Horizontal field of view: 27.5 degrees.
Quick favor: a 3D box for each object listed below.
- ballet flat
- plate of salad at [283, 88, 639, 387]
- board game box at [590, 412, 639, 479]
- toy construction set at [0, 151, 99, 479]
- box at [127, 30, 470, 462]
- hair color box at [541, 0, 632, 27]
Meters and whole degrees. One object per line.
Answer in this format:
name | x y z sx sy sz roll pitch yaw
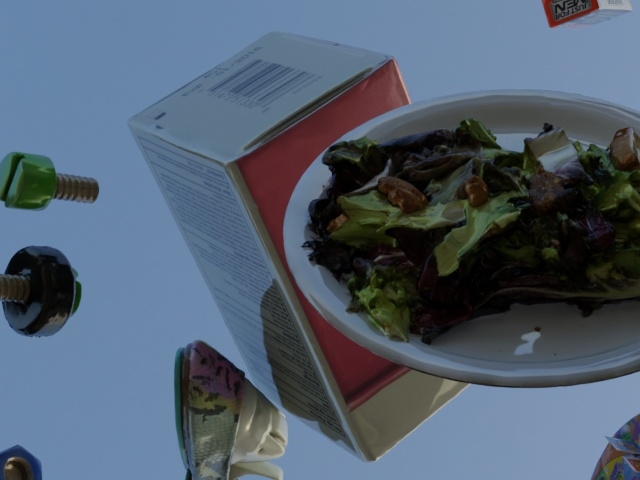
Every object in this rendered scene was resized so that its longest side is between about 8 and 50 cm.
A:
ballet flat | -0.064 0.151 0.911 0.079 0.077 0.221 8 -47 1
plate of salad | 0.083 -0.017 0.550 0.199 0.200 0.048 -6 -50 -1
board game box | 0.184 0.180 0.738 0.033 0.169 0.133 6 -68 -23
toy construction set | -0.335 0.061 0.843 0.237 0.309 0.257 6 -90 -44
box | 0.000 0.000 0.844 0.127 0.148 0.232 -35 -60 -20
hair color box | 0.178 -0.228 0.952 0.043 0.072 0.141 -18 -93 34
